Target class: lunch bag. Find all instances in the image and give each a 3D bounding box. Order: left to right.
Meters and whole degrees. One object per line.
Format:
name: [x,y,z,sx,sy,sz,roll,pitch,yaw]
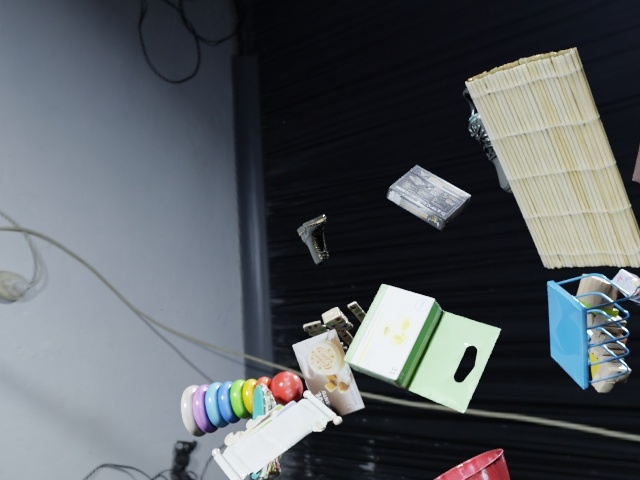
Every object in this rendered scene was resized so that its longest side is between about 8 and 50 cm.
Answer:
lunch bag: [0.740,0.114,1.470,0.083,0.053,0.071,17,24,-24]

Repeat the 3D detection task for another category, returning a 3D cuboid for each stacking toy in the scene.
stacking toy: [-0.204,0.436,1.710,0.141,0.330,0.141,-15,90,-79]

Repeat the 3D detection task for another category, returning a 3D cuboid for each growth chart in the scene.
growth chart: [-0.089,0.367,1.184,0.237,0.172,0.021,-31,110,-13]

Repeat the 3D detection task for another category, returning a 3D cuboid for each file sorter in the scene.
file sorter: [0.503,0.164,1.169,0.118,0.104,0.170,-114,-167,-67]

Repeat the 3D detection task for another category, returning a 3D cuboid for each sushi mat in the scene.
sushi mat: [0.318,-0.094,0.840,0.019,0.151,0.316,-43,113,-35]

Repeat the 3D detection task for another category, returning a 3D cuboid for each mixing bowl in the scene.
mixing bowl: [0.273,0.464,1.130,0.181,0.181,0.098,-8,64,-50]

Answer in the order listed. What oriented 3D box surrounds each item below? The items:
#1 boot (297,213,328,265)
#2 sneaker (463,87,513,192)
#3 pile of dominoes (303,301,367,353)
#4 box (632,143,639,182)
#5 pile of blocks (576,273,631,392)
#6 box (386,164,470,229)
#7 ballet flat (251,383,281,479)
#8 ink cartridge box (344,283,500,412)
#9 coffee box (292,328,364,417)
boot: [0.000,0.000,1.959,0.077,0.198,0.137,-24,86,-14]
sneaker: [0.388,-0.233,1.408,0.106,0.101,0.267,-4,75,-13]
pile of dominoes: [0.080,0.313,2.090,0.251,0.196,0.040,51,14,-43]
box: [0.704,-0.259,1.105,0.143,0.191,0.381,-27,129,-24]
pile of blocks: [0.878,0.285,1.937,0.112,0.149,0.362,7,77,-19]
box: [0.375,-0.152,2.175,0.183,0.231,0.056,-39,153,-39]
ballet flat: [-0.133,0.488,1.590,0.077,0.091,0.241,9,75,-28]
ink cartridge box: [0.180,0.188,1.133,0.056,0.235,0.171,49,64,-44]
coffee box: [0.024,0.411,1.882,0.098,0.141,0.246,82,-12,-73]
